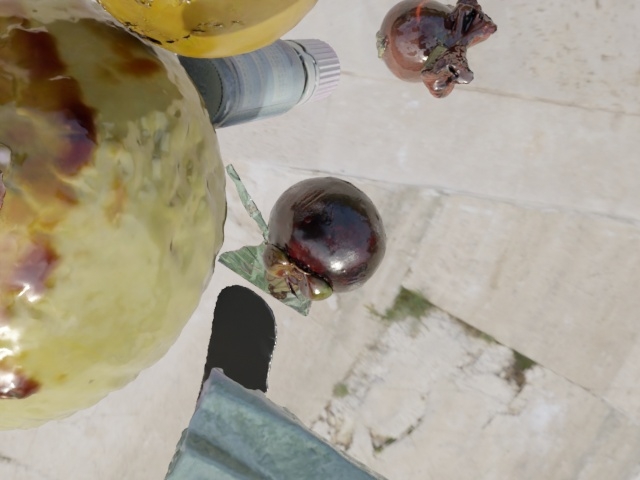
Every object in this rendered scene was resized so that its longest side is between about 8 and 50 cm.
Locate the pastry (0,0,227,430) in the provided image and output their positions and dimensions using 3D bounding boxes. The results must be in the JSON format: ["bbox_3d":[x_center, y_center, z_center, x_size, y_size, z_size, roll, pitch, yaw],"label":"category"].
[{"bbox_3d":[-0.275,-0.034,0.853,0.389,0.312,0.388,-5,70,15],"label":"pastry"}]

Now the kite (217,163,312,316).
[{"bbox_3d":[-0.071,-0.001,1.508,0.229,0.012,0.250,-20,102,37],"label":"kite"}]

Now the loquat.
[{"bbox_3d":[-0.081,-0.255,0.769,0.235,0.235,0.235,-2,99,-11],"label":"loquat"}]

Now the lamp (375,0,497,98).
[{"bbox_3d":[0.180,-0.345,1.814,0.151,0.223,0.215,37,64,-21],"label":"lamp"}]

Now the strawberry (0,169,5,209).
[{"bbox_3d":[-0.174,0.025,0.321,0.131,0.131,0.148,36,103,-14],"label":"strawberry"}]

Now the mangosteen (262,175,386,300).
[{"bbox_3d":[0.000,0.000,1.239,0.152,0.152,0.152,-2,99,-11],"label":"mangosteen"}]

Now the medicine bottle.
[{"bbox_3d":[-0.059,-0.161,1.040,0.203,0.083,0.083,-19,114,-53],"label":"medicine bottle"}]

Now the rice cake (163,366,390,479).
[{"bbox_3d":[0.010,0.159,0.577,0.226,0.040,0.085,30,80,20],"label":"rice cake"}]

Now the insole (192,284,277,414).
[{"bbox_3d":[-0.069,0.137,0.827,0.080,0.003,0.232,21,119,26],"label":"insole"}]
